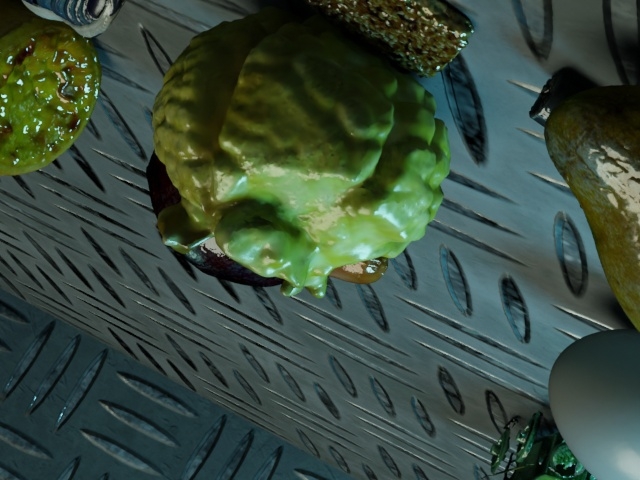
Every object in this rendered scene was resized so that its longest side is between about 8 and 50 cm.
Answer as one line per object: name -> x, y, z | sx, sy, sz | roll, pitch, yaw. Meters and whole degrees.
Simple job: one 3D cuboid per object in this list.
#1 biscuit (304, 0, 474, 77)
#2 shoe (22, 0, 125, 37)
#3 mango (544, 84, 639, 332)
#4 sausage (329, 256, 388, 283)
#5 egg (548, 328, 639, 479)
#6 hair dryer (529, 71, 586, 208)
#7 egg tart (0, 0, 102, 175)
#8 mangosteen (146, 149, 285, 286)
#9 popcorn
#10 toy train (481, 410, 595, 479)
biscuit -> 0.014, -0.214, 1.343 | 0.231, 0.025, 0.131 | 33, 164, -4
shoe -> -0.252, -0.263, 1.573 | 0.207, 0.091, 0.106 | 21, 167, 46
mango -> 0.297, -0.002, 1.214 | 0.316, 0.146, 0.193 | 46, 131, -14
sausage -> 0.000, 0.000, 1.945 | 0.197, 0.076, 0.076 | 19, 160, 34
egg -> 0.340, 0.181, 1.654 | 0.232, 0.176, 0.176 | 25, 163, 21
hair dryer -> 0.229, -0.063, 1.369 | 0.173, 0.050, 0.195 | 36, 167, -9
egg tart -> -0.371, -0.189, 1.865 | 0.147, 0.202, 0.202 | 33, 167, 32
mangosteen -> -0.069, -0.062, 1.682 | 0.216, 0.216, 0.216 | 29, 164, 9
popcorn -> -0.024, -0.081, 1.446 | 0.224, 0.270, 0.258 | 77, 176, -70
toy train -> 0.286, 0.342, 2.229 | 0.126, 0.189, 0.307 | 30, 166, 0
